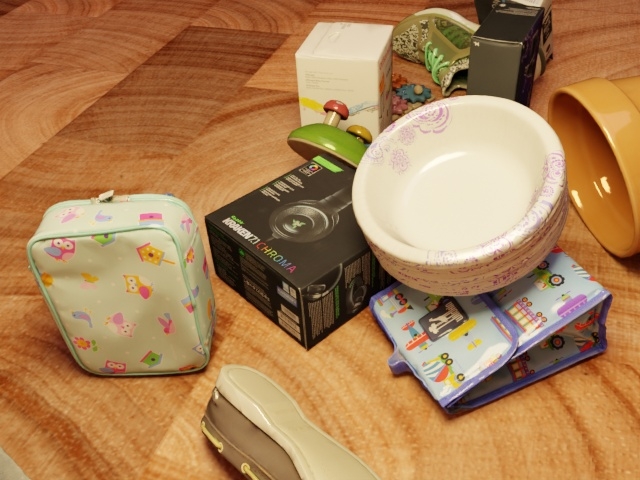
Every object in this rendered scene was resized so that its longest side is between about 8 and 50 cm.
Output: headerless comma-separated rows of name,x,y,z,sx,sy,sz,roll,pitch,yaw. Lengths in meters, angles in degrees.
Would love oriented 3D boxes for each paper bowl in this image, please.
paper bowl,0.197,-0.053,0.936,0.284,0.148,0.284,-11,55,17

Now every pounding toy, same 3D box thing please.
pounding toy,0.063,-0.184,1.260,0.236,0.183,0.110,24,85,19

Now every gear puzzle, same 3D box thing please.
gear puzzle,0.111,-0.393,1.631,0.175,0.044,0.339,-31,46,-28

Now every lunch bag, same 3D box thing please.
lunch bag,-0.272,0.063,0.934,0.223,0.279,0.108,-3,35,5
lunch bag,0.225,0.114,0.971,0.293,0.138,0.221,-28,45,-8

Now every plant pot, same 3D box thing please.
plant pot,0.521,-0.142,1.065,0.203,0.291,0.291,-21,40,5

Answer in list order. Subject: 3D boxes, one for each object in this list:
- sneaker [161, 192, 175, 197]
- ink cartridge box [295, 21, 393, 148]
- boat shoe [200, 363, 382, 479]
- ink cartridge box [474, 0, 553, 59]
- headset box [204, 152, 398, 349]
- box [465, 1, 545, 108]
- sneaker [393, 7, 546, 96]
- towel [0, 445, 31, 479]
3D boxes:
sneaker,-0.307,-0.004,1.169,0.083,0.087,0.221,7,41,14
ink cartridge box,0.056,-0.309,1.388,0.168,0.233,0.171,7,41,14
boat shoe,-0.029,0.279,0.796,0.324,0.097,0.116,36,13,34
ink cartridge box,0.462,-0.507,1.584,0.165,0.332,0.065,27,88,25
headset box,0.000,0.000,1.101,0.283,0.131,0.246,-31,47,-29
box,0.364,-0.315,1.344,0.103,0.261,0.184,17,45,24
sneaker,0.313,-0.431,1.597,0.410,0.158,0.182,24,61,35
towel,-0.491,0.365,0.766,0.312,0.056,0.324,23,46,30
